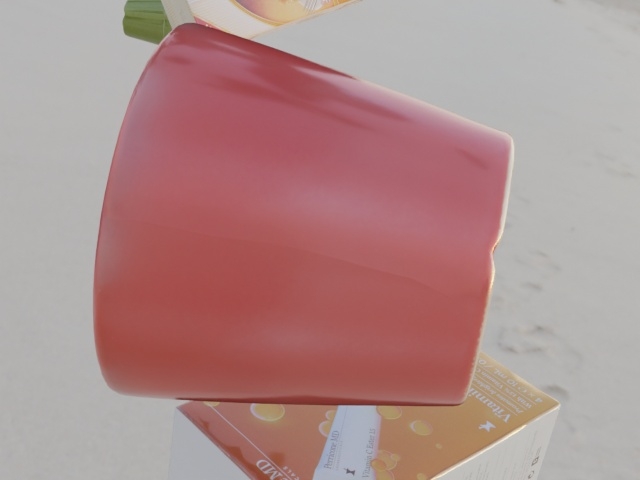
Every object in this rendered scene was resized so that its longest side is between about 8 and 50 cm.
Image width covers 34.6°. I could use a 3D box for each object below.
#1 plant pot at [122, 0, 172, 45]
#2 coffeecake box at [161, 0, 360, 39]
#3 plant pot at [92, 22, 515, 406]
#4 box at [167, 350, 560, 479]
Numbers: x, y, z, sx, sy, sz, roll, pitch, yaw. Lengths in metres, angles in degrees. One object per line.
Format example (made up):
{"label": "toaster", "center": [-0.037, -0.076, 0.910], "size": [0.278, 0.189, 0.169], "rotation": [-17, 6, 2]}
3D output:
{"label": "plant pot", "center": [-0.221, -0.295, 1.378], "size": [0.079, 0.083, 0.083], "rotation": [8, 17, 4]}
{"label": "coffeecake box", "center": [-0.050, -0.250, 0.870], "size": [0.185, 0.142, 0.068], "rotation": [-24, 9, -20]}
{"label": "plant pot", "center": [0.000, 0.000, 0.733], "size": [0.243, 0.275, 0.275], "rotation": [11, 17, 6]}
{"label": "box", "center": [0.044, 0.231, 1.056], "size": [0.345, 0.168, 0.215], "rotation": [-19, 40, -39]}
